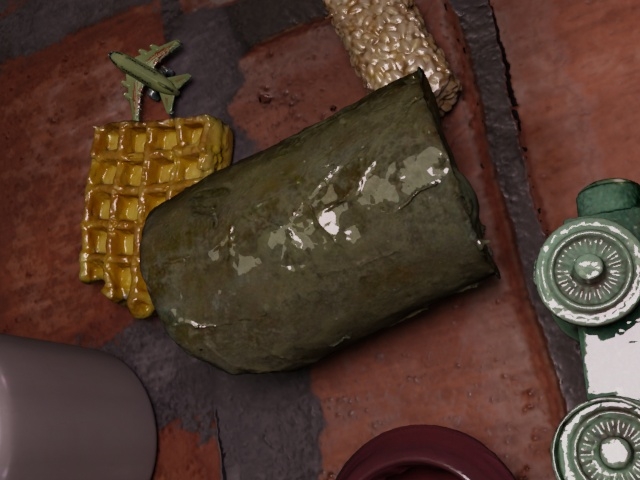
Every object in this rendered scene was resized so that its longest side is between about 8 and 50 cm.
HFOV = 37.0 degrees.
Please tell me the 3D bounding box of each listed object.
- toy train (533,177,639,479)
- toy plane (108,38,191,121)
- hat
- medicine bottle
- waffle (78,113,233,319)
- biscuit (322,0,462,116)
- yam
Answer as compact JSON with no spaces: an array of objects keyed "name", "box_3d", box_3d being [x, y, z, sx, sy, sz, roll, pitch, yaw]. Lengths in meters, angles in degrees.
[{"name":"toy train","box_3d":[0.283,0.091,0.713,0.221,0.150,0.304,-8,74,18]},{"name":"toy plane","box_3d":[-0.192,-0.182,1.058,0.111,0.040,0.102,32,92,29]},{"name":"hat","box_3d":[0.094,0.256,0.796,0.205,0.089,0.205,-4,82,27]},{"name":"medicine bottle","box_3d":[-0.326,0.185,0.873,0.208,0.339,0.208,-6,75,25]},{"name":"waffle","box_3d":[-0.174,-0.022,1.005,0.160,0.055,0.211,-3,77,26]},{"name":"biscuit","box_3d":[0.067,-0.186,0.917,0.082,0.070,0.168,-34,69,20]},{"name":"yam","box_3d":[0.000,0.000,0.844,0.300,0.195,0.195,-26,69,18]}]
